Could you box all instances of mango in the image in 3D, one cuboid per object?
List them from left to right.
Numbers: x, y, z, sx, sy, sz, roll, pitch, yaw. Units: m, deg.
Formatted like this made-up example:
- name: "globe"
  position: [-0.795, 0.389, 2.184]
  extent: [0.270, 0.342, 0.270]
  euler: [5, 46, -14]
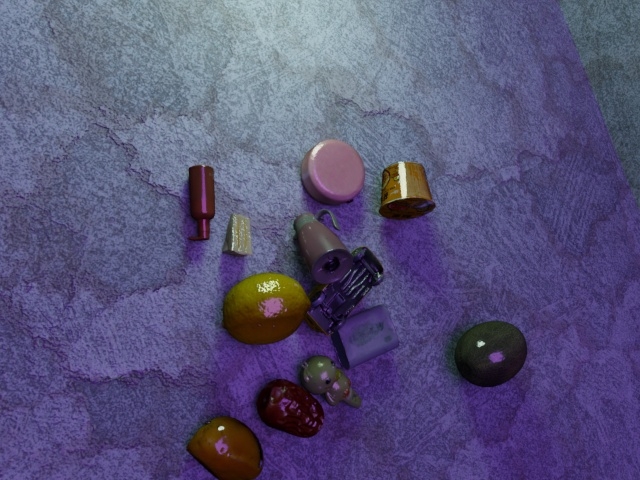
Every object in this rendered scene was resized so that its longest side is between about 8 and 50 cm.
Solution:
- name: "mango"
  position: [-0.272, 0.636, 1.476]
  extent: [0.236, 0.136, 0.166]
  euler: [51, 61, -15]

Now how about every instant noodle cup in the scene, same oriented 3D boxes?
- name: "instant noodle cup"
  position: [0.327, -0.194, 1.883]
  extent: [0.216, 0.216, 0.172]
  euler: [7, 69, -24]

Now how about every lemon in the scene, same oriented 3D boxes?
- name: "lemon"
  position: [-0.177, 0.215, 1.545]
  extent: [0.263, 0.236, 0.236]
  euler: [-28, 93, -34]

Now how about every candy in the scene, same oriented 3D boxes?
- name: "candy"
  position: [0.053, -0.248, 1.815]
  extent: [0.255, 0.094, 0.255]
  euler: [5, 78, -25]

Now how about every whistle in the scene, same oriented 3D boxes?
- name: "whistle"
  position: [0.050, 0.485, 1.657]
  extent: [0.294, 0.141, 0.141]
  euler: [31, 69, -19]

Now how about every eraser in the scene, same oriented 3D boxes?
- name: "eraser"
  position: [0.159, 0.346, 1.764]
  extent: [0.227, 0.081, 0.174]
  euler: [-17, 88, -26]

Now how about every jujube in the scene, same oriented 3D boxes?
- name: "jujube"
  position: [-0.094, 0.548, 1.574]
  extent: [0.230, 0.155, 0.155]
  euler: [40, 66, -25]

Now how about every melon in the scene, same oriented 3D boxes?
- name: "melon"
  position: [0.670, 0.440, 1.903]
  extent: [0.302, 0.237, 0.237]
  euler: [-20, 90, -29]

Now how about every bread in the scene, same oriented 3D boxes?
- name: "bread"
  position: [-0.264, -0.021, 1.616]
  extent: [0.077, 0.105, 0.152]
  euler: [17, 74, -29]

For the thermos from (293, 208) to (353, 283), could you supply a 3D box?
- name: "thermos"
  position: [0.000, 0.000, 1.654]
  extent: [0.176, 0.265, 0.146]
  euler: [-44, 133, 13]

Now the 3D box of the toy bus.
- name: "toy bus"
  position: [0.073, 0.171, 1.717]
  extent: [0.330, 0.152, 0.144]
  euler: [-46, 106, -23]

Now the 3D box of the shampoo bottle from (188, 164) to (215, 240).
- name: "shampoo bottle"
  position: [-0.387, -0.122, 1.590]
  extent: [0.085, 0.085, 0.244]
  euler: [2, 81, -25]
